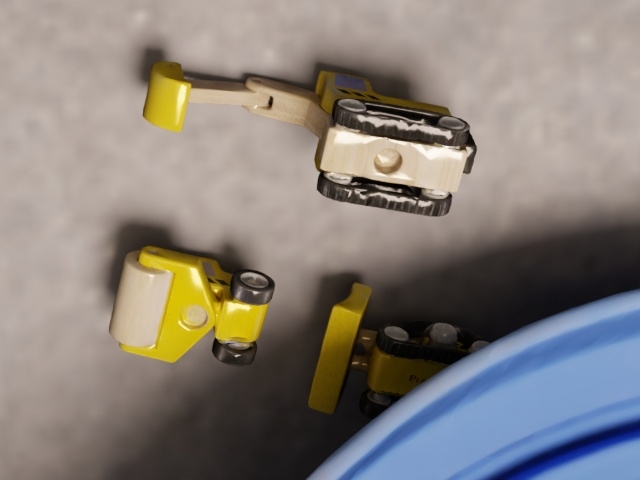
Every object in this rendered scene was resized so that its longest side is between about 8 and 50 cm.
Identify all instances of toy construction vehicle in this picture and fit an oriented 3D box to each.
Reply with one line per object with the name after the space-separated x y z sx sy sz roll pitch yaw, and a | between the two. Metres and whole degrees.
0.000 0.000 0.490 0.098 0.035 0.086 8 116 -7 | toy construction vehicle

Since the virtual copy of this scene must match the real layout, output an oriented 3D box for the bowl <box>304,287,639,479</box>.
0.133 0.195 0.423 0.391 0.077 0.391 3 63 -5 | bowl
